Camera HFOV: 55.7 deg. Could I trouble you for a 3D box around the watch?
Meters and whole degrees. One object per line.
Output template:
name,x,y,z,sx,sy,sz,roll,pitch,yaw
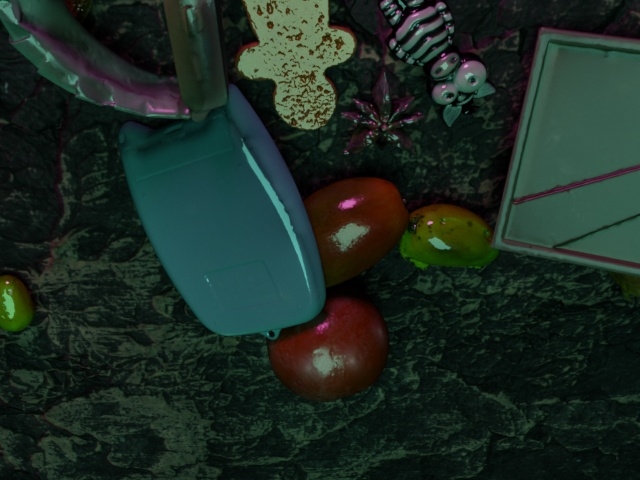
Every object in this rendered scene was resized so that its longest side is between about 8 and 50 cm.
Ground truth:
watch,-0.237,-0.260,0.699,0.241,0.161,0.253,-7,131,-6

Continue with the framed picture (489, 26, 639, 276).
framed picture,0.487,-0.094,0.822,0.447,0.028,0.325,13,114,13

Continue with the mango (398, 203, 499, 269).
mango,0.209,-0.004,0.972,0.179,0.100,0.119,13,161,-22

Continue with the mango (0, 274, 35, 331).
mango,-0.536,0.108,1.048,0.074,0.056,0.108,2,114,-8

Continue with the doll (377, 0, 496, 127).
doll,0.157,-0.245,0.807,0.091,0.067,0.219,-35,122,17

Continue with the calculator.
calculator,-0.140,-0.013,0.891,0.256,0.054,0.386,-14,112,22

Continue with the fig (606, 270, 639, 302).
fig,0.536,0.040,1.007,0.159,0.159,0.257,-12,145,7

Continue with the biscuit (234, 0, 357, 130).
biscuit,-0.037,-0.265,0.803,0.166,0.036,0.250,-11,123,6

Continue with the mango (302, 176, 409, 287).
mango,0.005,0.003,0.951,0.289,0.129,0.146,-33,119,29

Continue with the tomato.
tomato,0.015,0.176,1.025,0.208,0.208,0.184,-27,108,17

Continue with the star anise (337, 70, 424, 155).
star anise,0.086,-0.179,0.858,0.124,0.056,0.129,0,127,-2

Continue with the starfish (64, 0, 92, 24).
starfish,-0.299,-0.364,0.716,0.241,0.043,0.227,-11,128,-1
